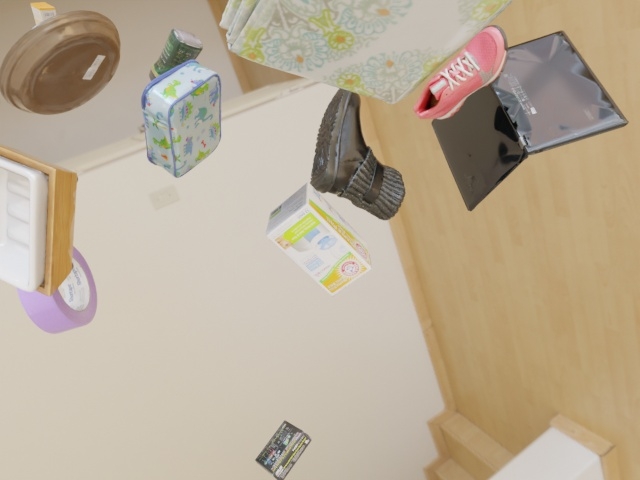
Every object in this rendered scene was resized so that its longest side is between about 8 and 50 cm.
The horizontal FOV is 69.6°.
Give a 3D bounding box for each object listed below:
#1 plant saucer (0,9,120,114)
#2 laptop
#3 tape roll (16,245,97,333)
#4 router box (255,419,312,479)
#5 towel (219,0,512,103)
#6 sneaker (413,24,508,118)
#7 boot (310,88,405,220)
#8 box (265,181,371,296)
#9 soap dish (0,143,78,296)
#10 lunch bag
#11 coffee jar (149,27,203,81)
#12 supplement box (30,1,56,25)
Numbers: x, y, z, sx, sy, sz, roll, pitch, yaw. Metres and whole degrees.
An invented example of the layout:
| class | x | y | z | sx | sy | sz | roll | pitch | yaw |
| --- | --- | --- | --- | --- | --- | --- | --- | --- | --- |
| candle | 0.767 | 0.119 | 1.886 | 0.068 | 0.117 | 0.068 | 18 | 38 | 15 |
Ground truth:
| class | x | y | z | sx | sy | sz | roll | pitch | yaw |
| --- | --- | --- | --- | --- | --- | --- | --- | --- | --- |
| plant saucer | -0.540 | -0.366 | 0.986 | 0.041 | 0.278 | 0.278 | 47 | 161 | -1 |
| laptop | 0.584 | -0.355 | 1.382 | 0.236 | 0.408 | 0.382 | 61 | -166 | -61 |
| tape roll | -0.797 | 0.140 | 1.409 | 0.275 | 0.090 | 0.275 | 162 | 90 | -88 |
| router box | -0.091 | 0.512 | 1.127 | 0.038 | 0.122 | 0.092 | 52 | 153 | -22 |
| towel | 0.070 | -0.355 | 0.688 | 0.320 | 0.374 | 0.090 | -29 | 59 | 56 |
| sneaker | 0.362 | -0.421 | 1.219 | 0.116 | 0.136 | 0.314 | 58 | 147 | 12 |
| boot | 0.122 | -0.247 | 1.301 | 0.131 | 0.260 | 0.348 | -16 | 60 | 64 |
| box | 0.000 | 0.000 | 0.955 | 0.203 | 0.114 | 0.103 | 45 | -158 | -23 |
| soap dish | -0.643 | -0.053 | 0.993 | 0.229 | 0.118 | 0.291 | 20 | 111 | 15 |
| lunch bag | -0.283 | -0.253 | 0.969 | 0.090 | 0.176 | 0.219 | 32 | 146 | 10 |
| coffee jar | -0.441 | -0.542 | 1.394 | 0.184 | 0.096 | 0.079 | -43 | 69 | 32 |
| supplement box | -0.660 | -0.517 | 1.117 | 0.062 | 0.036 | 0.098 | 35 | 135 | 33 |
